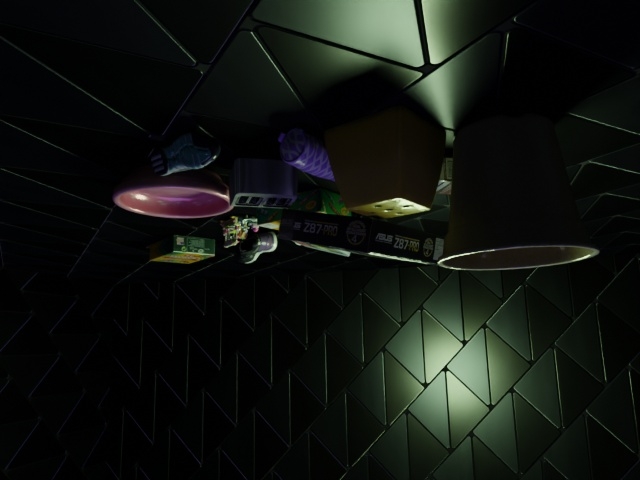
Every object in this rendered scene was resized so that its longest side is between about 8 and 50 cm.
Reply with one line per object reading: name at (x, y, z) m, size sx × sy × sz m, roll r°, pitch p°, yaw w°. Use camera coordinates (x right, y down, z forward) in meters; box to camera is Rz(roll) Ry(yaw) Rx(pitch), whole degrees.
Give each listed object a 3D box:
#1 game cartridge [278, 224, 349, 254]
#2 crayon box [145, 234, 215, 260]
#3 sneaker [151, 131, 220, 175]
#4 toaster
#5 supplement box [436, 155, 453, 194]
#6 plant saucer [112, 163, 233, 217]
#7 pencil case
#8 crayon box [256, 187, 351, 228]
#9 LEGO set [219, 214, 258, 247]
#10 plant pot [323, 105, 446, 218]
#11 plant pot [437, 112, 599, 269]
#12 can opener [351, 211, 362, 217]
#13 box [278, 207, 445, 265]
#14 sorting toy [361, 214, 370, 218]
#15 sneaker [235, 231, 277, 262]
game cartridge at (0.000, 0.000, 1.777) m, size 0.196 × 0.060 × 0.294 m, roll 9°, pitch 174°, yaw 19°
crayon box at (-0.647, 0.048, 2.423) m, size 0.202 × 0.081 × 0.319 m, roll 7°, pitch 167°, yaw -38°
sneaker at (-0.298, -0.208, 1.243) m, size 0.224 × 0.083 × 0.098 m, roll -4°, pitch -170°, yaw 37°
toaster at (-0.148, -0.153, 1.388) m, size 0.168 × 0.110 × 0.186 m, roll 1°, pitch 168°, yaw -17°
supplement box at (0.410, -0.173, 1.447) m, size 0.240 × 0.073 × 0.130 m, roll 2°, pitch 169°, yaw -12°
plant saucer at (-0.410, -0.140, 1.495) m, size 0.332 × 0.084 × 0.332 m, roll -2°, pitch 168°, yaw 0°
pencil case at (-0.011, -0.199, 1.250) m, size 0.088 × 0.086 × 0.206 m, roll 36°, pitch -168°, yaw 37°
crayon box at (-0.057, -0.096, 1.760) m, size 0.278 × 0.081 × 0.165 m, roll -10°, pitch 166°, yaw 37°
LEGO set at (-0.328, -0.018, 2.055) m, size 0.132 × 0.107 × 0.287 m, roll 2°, pitch 168°, yaw -17°
plant pot at (0.152, -0.158, 1.201) m, size 0.212 × 0.187 × 0.212 m, roll -11°, pitch 165°, yaw 38°
plant pot at (0.425, -0.106, 1.192) m, size 0.334 × 0.305 × 0.334 m, roll -1°, pitch 169°, yaw 0°
can opener at (0.109, -0.070, 1.792) m, size 0.059 × 0.186 × 0.073 m, roll 35°, pitch 135°, yaw 13°
box at (0.132, -0.005, 1.474) m, size 0.318 × 0.097 × 0.395 m, roll 7°, pitch 179°, yaw 43°
sorting toy at (0.190, -0.122, 1.549) m, size 0.127 × 0.126 × 0.365 m, roll 2°, pitch 168°, yaw -17°
sneaker at (-0.314, 0.025, 2.275) m, size 0.124 × 0.107 × 0.283 m, roll -2°, pitch 162°, yaw -41°
